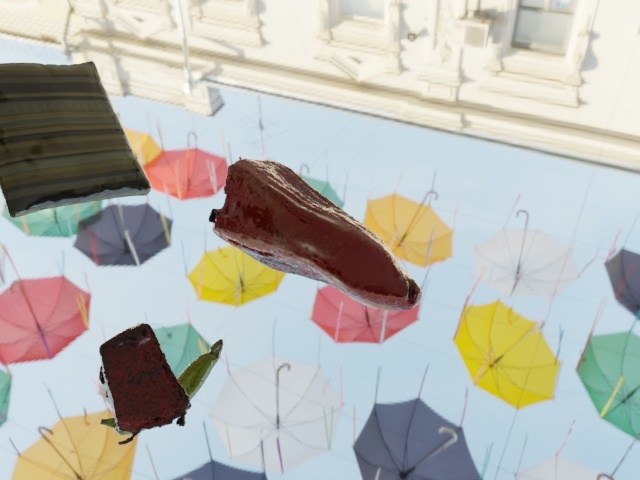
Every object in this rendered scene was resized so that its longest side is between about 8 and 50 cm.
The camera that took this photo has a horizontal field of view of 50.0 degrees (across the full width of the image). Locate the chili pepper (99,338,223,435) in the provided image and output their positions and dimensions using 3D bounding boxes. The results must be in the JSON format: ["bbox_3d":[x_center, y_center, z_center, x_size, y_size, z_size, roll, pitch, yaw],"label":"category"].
[{"bbox_3d":[-0.209,0.218,0.976,0.208,0.043,0.049,-32,-139,-29],"label":"chili pepper"}]

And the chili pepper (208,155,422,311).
[{"bbox_3d":[0.000,0.000,0.764,0.252,0.144,0.136,28,-127,27],"label":"chili pepper"}]

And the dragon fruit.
[{"bbox_3d":[-0.244,0.195,0.917,0.102,0.096,0.147,-14,-108,-29],"label":"dragon fruit"}]

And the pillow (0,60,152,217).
[{"bbox_3d":[-0.340,-0.140,0.885,0.208,0.052,0.212,-17,-99,-50],"label":"pillow"}]
